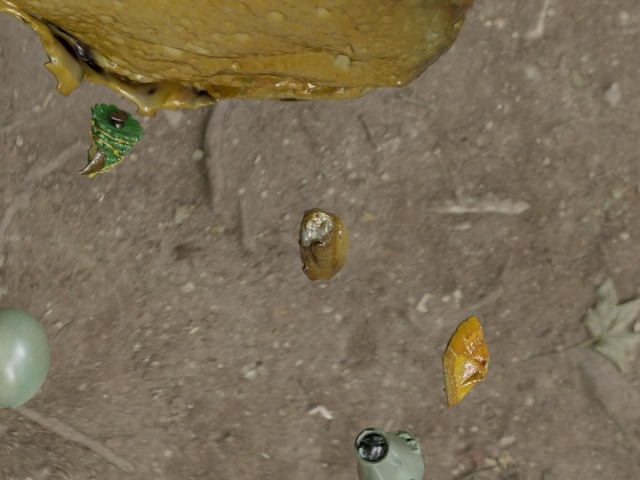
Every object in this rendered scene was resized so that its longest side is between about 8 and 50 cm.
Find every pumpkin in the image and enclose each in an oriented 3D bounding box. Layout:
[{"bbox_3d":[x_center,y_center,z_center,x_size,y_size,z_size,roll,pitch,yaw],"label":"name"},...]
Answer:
[{"bbox_3d":[0.182,0.152,0.988,0.073,0.035,0.101,-31,123,-33],"label":"pumpkin"}]

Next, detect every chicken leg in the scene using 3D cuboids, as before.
[{"bbox_3d":[0.003,-0.001,1.267,0.087,0.251,0.107,-4,79,2],"label":"chicken leg"}]

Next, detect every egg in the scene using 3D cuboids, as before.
[{"bbox_3d":[-0.458,0.173,1.180,0.114,0.114,0.152,-4,101,-25],"label":"egg"}]

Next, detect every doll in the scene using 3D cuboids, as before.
[{"bbox_3d":[-0.294,-0.129,1.136,0.076,0.113,0.078,20,27,7],"label":"doll"}]

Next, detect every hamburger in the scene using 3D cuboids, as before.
[{"bbox_3d":[-0.060,-0.179,0.446,0.318,0.318,0.158,6,75,-23],"label":"hamburger"}]

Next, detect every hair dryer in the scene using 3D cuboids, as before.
[{"bbox_3d":[0.064,0.398,1.262,0.119,0.296,0.298,32,57,25],"label":"hair dryer"}]
